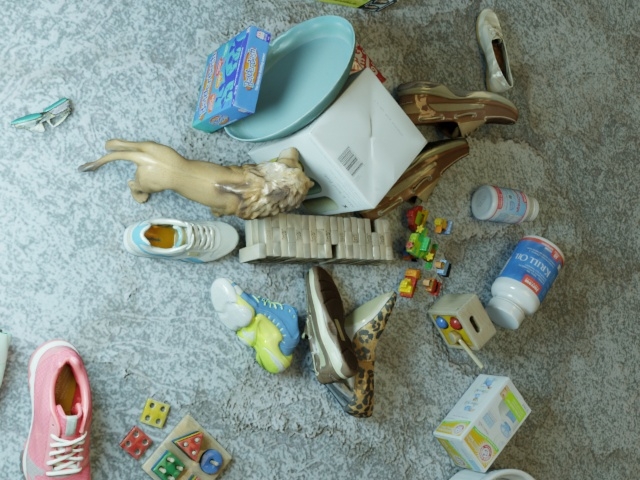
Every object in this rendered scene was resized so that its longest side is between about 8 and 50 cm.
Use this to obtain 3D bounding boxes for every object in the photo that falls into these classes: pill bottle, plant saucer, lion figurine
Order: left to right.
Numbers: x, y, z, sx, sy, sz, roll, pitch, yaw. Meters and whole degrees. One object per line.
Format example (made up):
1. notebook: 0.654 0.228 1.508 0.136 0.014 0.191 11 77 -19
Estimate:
1. lion figurine: -0.226 -0.115 1.477 0.392 0.240 0.142 3 90 -29
2. plant saucer: -0.056 -0.308 1.563 0.043 0.317 0.318 44 65 -39
3. pill bottle: 0.458 -0.086 1.973 0.160 0.087 0.087 5 84 -31
4. pill bottle: 0.496 0.105 1.960 0.124 0.124 0.221 45 66 -20

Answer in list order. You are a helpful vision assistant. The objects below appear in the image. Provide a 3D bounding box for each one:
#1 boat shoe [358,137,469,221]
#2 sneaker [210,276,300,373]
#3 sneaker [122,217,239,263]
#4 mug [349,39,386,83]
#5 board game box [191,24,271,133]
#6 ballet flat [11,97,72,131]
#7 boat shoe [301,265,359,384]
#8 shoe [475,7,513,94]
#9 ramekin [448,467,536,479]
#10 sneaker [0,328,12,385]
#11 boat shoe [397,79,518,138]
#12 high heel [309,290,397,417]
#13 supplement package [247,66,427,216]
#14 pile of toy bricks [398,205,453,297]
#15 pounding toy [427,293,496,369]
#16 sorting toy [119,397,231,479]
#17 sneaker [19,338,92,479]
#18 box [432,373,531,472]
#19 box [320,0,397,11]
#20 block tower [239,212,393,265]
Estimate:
1. boat shoe: 0.201 -0.139 1.817 0.324 0.122 0.120 -25 104 -21
2. sneaker: -0.123 0.148 1.624 0.126 0.091 0.240 -48 117 -37
3. sneaker: -0.256 0.000 1.542 0.228 0.092 0.088 -2 86 -32
4. mug: 0.049 -0.384 1.728 0.169 0.113 0.150 56 19 -11
5. board game box: -0.175 -0.305 1.543 0.047 0.210 0.160 16 78 -28
6. ballet flat: -0.499 -0.218 1.446 0.114 0.041 0.041 -33 103 -27
7. boat shoe: -0.004 0.176 1.656 0.095 0.095 0.258 32 35 -47
8. shoe: 0.443 -0.477 2.008 0.076 0.058 0.219 -10 92 -31
9. ramekin: 0.390 0.659 1.852 0.277 0.135 0.277 2 86 -30
10. sneaker: -0.635 0.170 1.302 0.255 0.094 0.151 22 81 -38
11. boat shoe: 0.323 -0.296 1.899 0.324 0.123 0.117 5 88 -21
12. high heel: 0.114 0.250 1.746 0.261 0.093 0.186 -45 111 -18
13. supplement package: 0.030 -0.188 1.624 0.199 0.262 0.198 48 66 -20
14. pile of toy bricks: 0.226 0.019 1.802 0.105 0.118 0.212 33 69 -45
15. pounding toy: 0.331 0.208 1.852 0.100 0.130 0.141 -39 106 -27
16. sorting toy: -0.256 0.423 1.538 0.274 0.046 0.132 50 64 -18
17. sneaker: -0.450 0.331 1.377 0.115 0.136 0.314 -3 88 -30
18. box: 0.380 0.427 1.880 0.203 0.103 0.114 -43 107 -26
19. box: 0.055 -0.561 1.770 0.232 0.087 0.058 1 86 -32
20. block tower: 0.000 0.000 1.668 0.335 0.091 0.097 1 79 -31
